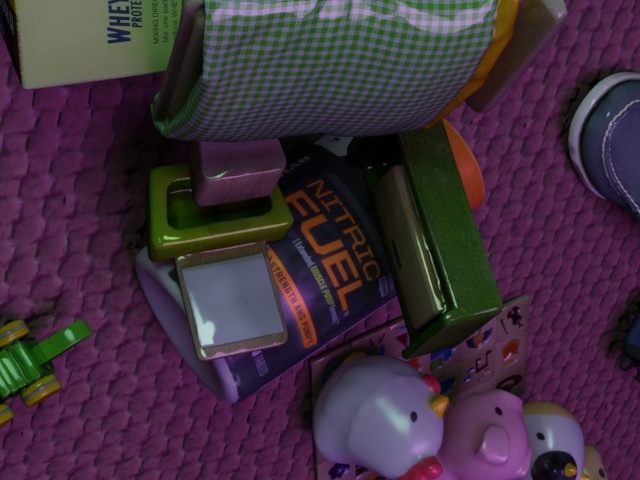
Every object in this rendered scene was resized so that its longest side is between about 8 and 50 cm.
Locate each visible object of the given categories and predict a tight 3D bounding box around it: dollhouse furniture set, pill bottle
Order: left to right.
[{"bbox_3d":[0.000,0.000,1.029,0.245,0.130,0.130,-33,135,-17],"label":"pill bottle"},{"bbox_3d":[0.014,-0.026,0.811,0.197,0.151,0.301,-10,165,-16],"label":"dollhouse furniture set"}]

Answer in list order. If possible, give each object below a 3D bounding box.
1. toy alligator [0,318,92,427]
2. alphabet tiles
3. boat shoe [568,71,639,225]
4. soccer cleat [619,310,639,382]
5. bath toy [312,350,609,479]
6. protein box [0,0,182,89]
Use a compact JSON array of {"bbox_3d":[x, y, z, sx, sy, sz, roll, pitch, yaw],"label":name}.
[{"bbox_3d":[-0.242,0.110,0.973,0.189,0.056,0.051,-32,175,-17],"label":"toy alligator"},{"bbox_3d":[0.094,0.137,1.289,0.237,0.009,0.198,-23,131,-25],"label":"alphabet tiles"},{"bbox_3d":[0.331,-0.046,1.283,0.116,0.099,0.319,-50,137,2],"label":"boat shoe"},{"bbox_3d":[0.413,0.128,1.478,0.289,0.093,0.121,30,91,-47],"label":"soccer cleat"},{"bbox_3d":[0.139,0.192,1.265,0.348,0.129,0.151,30,98,-45],"label":"bath toy"},{"bbox_3d":[-0.084,-0.211,0.782,0.201,0.136,0.200,-10,126,-18],"label":"protein box"}]
